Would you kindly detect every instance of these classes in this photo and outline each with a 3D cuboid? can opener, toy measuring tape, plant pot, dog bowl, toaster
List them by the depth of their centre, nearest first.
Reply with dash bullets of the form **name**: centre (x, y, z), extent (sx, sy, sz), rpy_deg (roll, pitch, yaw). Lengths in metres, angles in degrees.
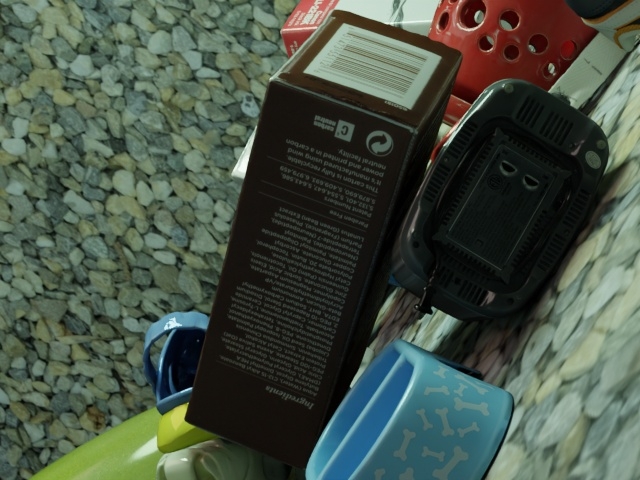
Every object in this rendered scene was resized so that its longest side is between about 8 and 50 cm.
- **dog bowl**: centre (0.058, 0.156, 1.108), extent (0.166, 0.074, 0.297), rpy_deg (-55, 4, 0)
- **toaster**: centre (0.139, -0.018, 1.218), extent (0.227, 0.129, 0.146), rpy_deg (-60, 0, -10)
- **toy measuring tape**: centre (0.207, -0.112, 1.384), extent (0.330, 0.121, 0.121), rpy_deg (-47, 1, -12)
- **plant pot**: centre (0.199, -0.188, 1.546), extent (0.191, 0.191, 0.174), rpy_deg (-91, 26, -84)
- **can opener**: centre (0.003, 0.199, 1.664), extent (0.280, 0.074, 0.093), rpy_deg (-59, -30, -63)
- **plant pot**: centre (-0.214, 0.337, 1.907), extent (0.293, 0.275, 0.275), rpy_deg (-43, 3, 0)

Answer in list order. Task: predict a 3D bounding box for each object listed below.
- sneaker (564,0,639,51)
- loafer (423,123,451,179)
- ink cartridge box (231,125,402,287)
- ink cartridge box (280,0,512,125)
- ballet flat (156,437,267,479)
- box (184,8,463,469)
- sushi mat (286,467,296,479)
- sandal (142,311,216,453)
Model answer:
- **sneaker**: centre (0.313, -0.236, 1.020), extent (0.321, 0.127, 0.126), rpy_deg (-19, 34, 40)
- **loafer**: centre (0.160, -0.075, 1.654), extent (0.092, 0.102, 0.268), rpy_deg (-25, 30, 50)
- **ink cartridge box**: centre (0.040, -0.076, 1.748), extent (0.168, 0.171, 0.233), rpy_deg (-64, -31, -14)
- **ink cartridge box**: centre (0.113, -0.222, 1.862), extent (0.114, 0.273, 0.197), rpy_deg (-61, -38, -46)
- **ballet flat**: centre (-0.138, 0.300, 1.515), extent (0.139, 0.139, 0.400), rpy_deg (-53, 6, 36)
- **box**: centre (0.000, 0.000, 1.340), extent (0.191, 0.143, 0.381), rpy_deg (-57, -15, -58)
- **sushi mat**: centre (-0.062, 0.329, 1.587), extent (0.151, 0.019, 0.316), rpy_deg (-56, 3, 10)
- **sandal**: centre (-0.121, 0.146, 1.578), extent (0.126, 0.138, 0.317), rpy_deg (-19, -5, -1)
